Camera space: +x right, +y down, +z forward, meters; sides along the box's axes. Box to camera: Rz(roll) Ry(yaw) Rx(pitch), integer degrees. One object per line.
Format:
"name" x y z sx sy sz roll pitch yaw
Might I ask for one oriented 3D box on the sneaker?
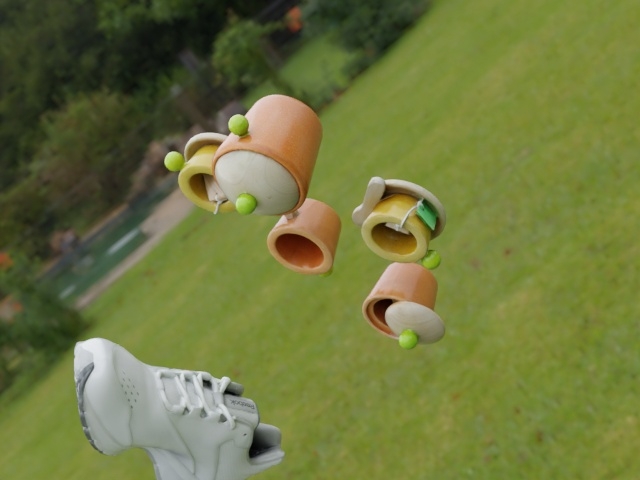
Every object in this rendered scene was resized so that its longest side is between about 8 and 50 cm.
"sneaker" -0.137 0.161 1.372 0.129 0.297 0.111 -19 59 17

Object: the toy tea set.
"toy tea set" 0.000 0.000 1.407 0.200 0.336 0.124 -42 19 51
